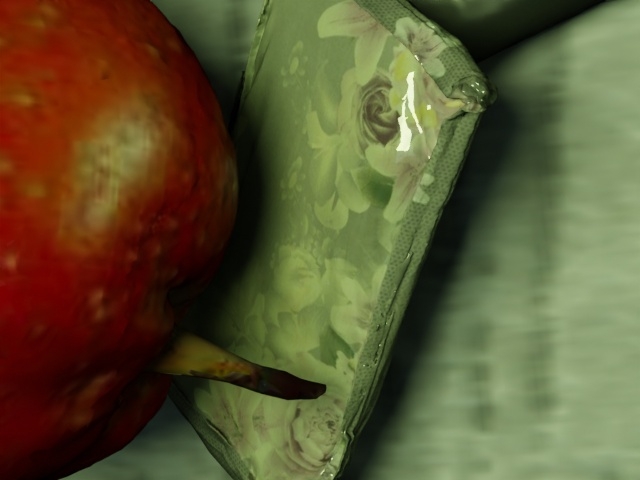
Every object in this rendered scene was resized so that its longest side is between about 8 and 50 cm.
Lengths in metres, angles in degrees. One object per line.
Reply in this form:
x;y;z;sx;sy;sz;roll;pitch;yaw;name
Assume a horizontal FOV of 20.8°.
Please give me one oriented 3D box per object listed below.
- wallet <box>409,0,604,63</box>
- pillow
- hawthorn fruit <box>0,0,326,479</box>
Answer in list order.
0.172;-0.250;0.721;0.406;0.062;0.228;-25;85;21;wallet
0.000;0.000;0.770;0.169;0.059;0.255;47;128;42;pillow
-0.130;-0.007;0.734;0.300;0.254;0.254;25;102;3;hawthorn fruit
